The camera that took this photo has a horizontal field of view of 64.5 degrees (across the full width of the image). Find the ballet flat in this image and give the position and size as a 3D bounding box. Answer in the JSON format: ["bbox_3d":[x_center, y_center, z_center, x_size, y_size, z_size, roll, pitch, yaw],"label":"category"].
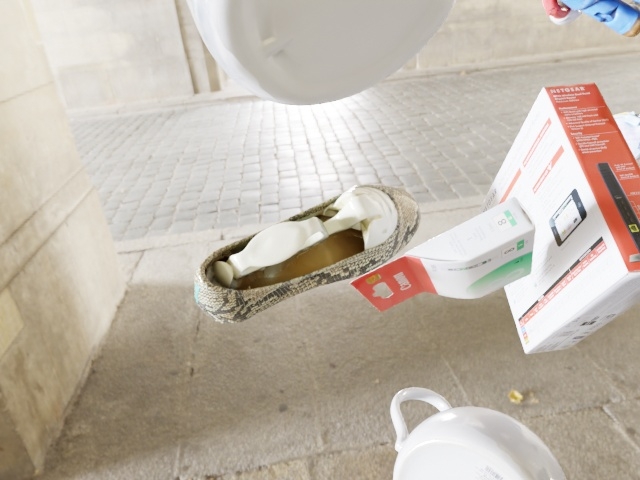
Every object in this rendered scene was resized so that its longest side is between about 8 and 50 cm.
[{"bbox_3d":[0.000,0.000,0.918,0.482,0.182,0.164,-24,70,-16],"label":"ballet flat"}]

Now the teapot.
[{"bbox_3d":[0.238,0.340,0.729,0.252,0.256,0.187,-20,-2,39],"label":"teapot"}]

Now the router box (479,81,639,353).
[{"bbox_3d":[0.374,-0.017,0.800,0.082,0.335,0.301,-6,62,-3],"label":"router box"}]

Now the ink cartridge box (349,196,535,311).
[{"bbox_3d":[0.170,0.048,0.677,0.224,0.181,0.056,-29,62,8],"label":"ink cartridge box"}]

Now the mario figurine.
[{"bbox_3d":[0.451,-0.496,0.902,0.320,0.198,0.170,21,28,-3],"label":"mario figurine"}]

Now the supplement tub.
[{"bbox_3d":[-0.041,-0.297,0.417,0.207,0.207,0.338,-15,63,-19],"label":"supplement tub"}]

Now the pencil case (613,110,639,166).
[{"bbox_3d":[0.747,-0.230,1.240,0.113,0.124,0.273,22,11,35],"label":"pencil case"}]
